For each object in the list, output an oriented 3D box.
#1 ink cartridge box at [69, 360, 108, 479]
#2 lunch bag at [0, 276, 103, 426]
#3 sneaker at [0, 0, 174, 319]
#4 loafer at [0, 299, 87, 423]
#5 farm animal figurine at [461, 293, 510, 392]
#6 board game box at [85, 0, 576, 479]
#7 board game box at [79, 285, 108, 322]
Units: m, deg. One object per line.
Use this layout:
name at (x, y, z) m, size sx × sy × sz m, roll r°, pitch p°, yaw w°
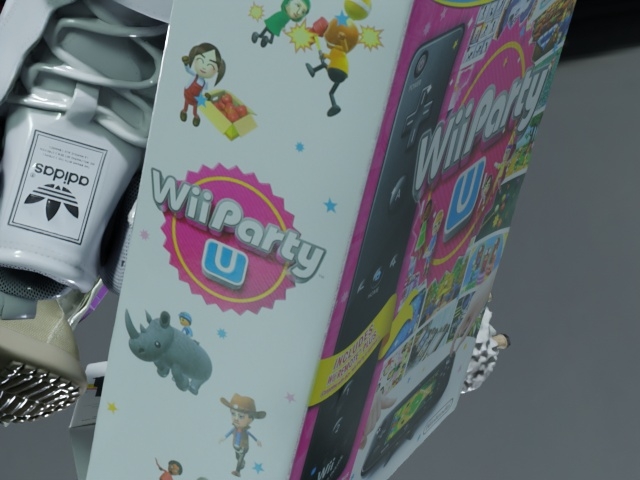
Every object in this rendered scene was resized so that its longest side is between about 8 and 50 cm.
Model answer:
ink cartridge box at (-0.192, 0.202, 1.350) m, size 0.175 × 0.072 × 0.127 m, roll -107°, pitch 9°, yaw -76°
lunch bag at (-0.297, -0.020, 1.084) m, size 0.235 × 0.287 × 0.169 m, roll -60°, pitch -7°, yaw -22°
sneaker at (-0.096, -0.095, 0.680) m, size 0.366 × 0.137 × 0.210 m, roll 135°, pitch 152°, yaw -59°
loafer at (-0.259, 0.035, 0.868) m, size 0.268 × 0.102 × 0.092 m, roll 38°, pitch -151°, yaw -46°
farm animal figurine at (0.000, 0.000, 1.359) m, size 0.330 × 0.172 × 0.326 m, roll -9°, pitch 93°, yaw 41°
board game box at (0.014, -0.018, 0.619) m, size 0.224 × 0.098 × 0.303 m, roll -35°, pitch -37°, yaw -56°
board game box at (-0.348, -0.081, 1.537) m, size 0.347 × 0.056 × 0.208 m, roll 48°, pitch -152°, yaw -12°
